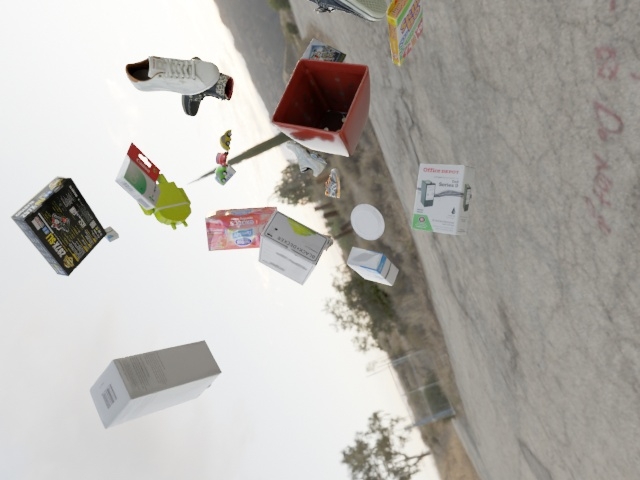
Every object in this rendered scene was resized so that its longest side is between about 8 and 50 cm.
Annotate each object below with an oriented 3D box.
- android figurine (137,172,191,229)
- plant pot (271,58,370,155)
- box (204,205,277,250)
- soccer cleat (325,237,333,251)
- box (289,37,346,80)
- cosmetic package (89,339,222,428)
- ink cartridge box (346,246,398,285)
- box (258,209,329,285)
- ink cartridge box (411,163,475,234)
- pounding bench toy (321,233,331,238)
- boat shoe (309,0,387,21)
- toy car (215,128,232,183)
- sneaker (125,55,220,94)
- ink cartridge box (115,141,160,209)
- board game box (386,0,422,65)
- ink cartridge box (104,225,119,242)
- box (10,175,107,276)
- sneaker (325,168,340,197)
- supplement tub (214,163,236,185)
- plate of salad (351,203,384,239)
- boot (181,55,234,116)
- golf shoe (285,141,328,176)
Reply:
[{"bbox_3d":[-0.674,-0.167,2.040,0.272,0.056,0.248,57,-144,6],"label":"android figurine"},{"bbox_3d":[0.032,-0.441,1.639,0.267,0.267,0.235,-67,-26,-14],"label":"plant pot"},{"bbox_3d":[-0.326,-0.051,1.975,0.142,0.300,0.153,-111,20,-71],"label":"box"},{"bbox_3d":[0.025,0.006,1.565,0.083,0.029,0.035,-49,-31,-58],"label":"soccer cleat"},{"bbox_3d":[-0.010,-0.721,1.955,0.159,0.233,0.044,27,159,-2],"label":"box"},{"bbox_3d":[-0.548,0.479,1.586,0.366,0.197,0.155,1,-132,-56],"label":"cosmetic package"},{"bbox_3d":[0.215,0.106,1.901,0.191,0.140,0.082,42,-114,-52],"label":"ink cartridge box"},{"bbox_3d":[-0.085,0.031,1.344,0.169,0.087,0.290,28,162,1],"label":"box"},{"bbox_3d":[0.522,-0.179,1.990,0.122,0.211,0.288,-1,-82,-51],"label":"ink cartridge box"},{"bbox_3d":[0.000,0.000,2.164,0.065,0.083,0.052,-30,-52,-65],"label":"pounding bench toy"},{"bbox_3d":[0.046,-1.000,1.879,0.500,0.186,0.156,33,147,12],"label":"boat shoe"},{"bbox_3d":[-0.426,-0.340,2.022,0.238,0.053,0.224,-92,15,-44],"label":"toy car"},{"bbox_3d":[-0.470,-0.527,1.475,0.123,0.291,0.105,78,-174,-85],"label":"sneaker"},{"bbox_3d":[-0.702,-0.262,1.849,0.181,0.056,0.224,54,-147,-46],"label":"ink cartridge box"},{"bbox_3d":[0.231,-0.590,1.258,0.039,0.124,0.259,33,180,17],"label":"board game box"},{"bbox_3d":[-0.947,-0.033,2.088,0.083,0.048,0.028,36,140,22],"label":"ink cartridge box"},{"bbox_3d":[-1.028,-0.056,1.865,0.321,0.080,0.257,78,-150,-45],"label":"box"},{"bbox_3d":[0.066,-0.306,2.539,0.214,0.083,0.084,87,-175,-54],"label":"sneaker"},{"bbox_3d":[-0.508,-0.349,2.486,0.071,0.107,0.071,44,-171,-9],"label":"supplement tub"},{"bbox_3d":[0.248,-0.098,2.418,0.048,0.200,0.199,-32,-80,-46],"label":"plate of salad"},{"bbox_3d":[-0.432,-0.556,1.781,0.179,0.236,0.085,29,-144,12],"label":"boot"},{"bbox_3d":[-0.063,-0.290,1.658,0.176,0.085,0.069,32,-171,22],"label":"golf shoe"}]
